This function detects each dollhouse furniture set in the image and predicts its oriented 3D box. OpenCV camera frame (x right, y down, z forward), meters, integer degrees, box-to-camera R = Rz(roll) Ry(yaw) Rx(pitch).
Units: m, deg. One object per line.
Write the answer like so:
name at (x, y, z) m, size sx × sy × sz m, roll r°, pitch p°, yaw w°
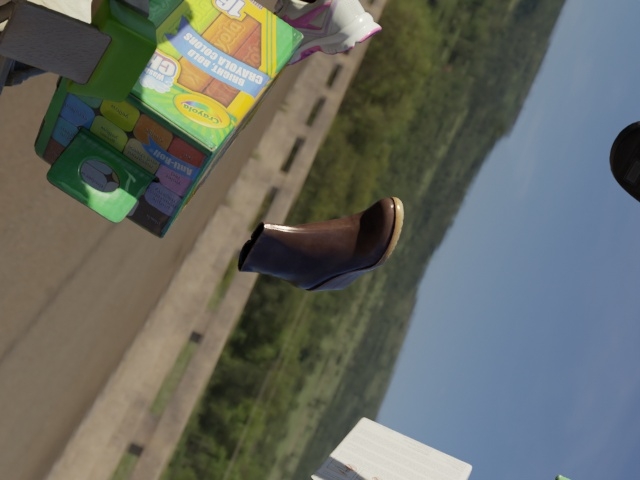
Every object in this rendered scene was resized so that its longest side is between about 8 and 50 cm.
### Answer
dollhouse furniture set at (-0.223, -0.309, 1.044) m, size 0.197 × 0.151 × 0.301 m, roll -50°, pitch -143°, yaw 37°

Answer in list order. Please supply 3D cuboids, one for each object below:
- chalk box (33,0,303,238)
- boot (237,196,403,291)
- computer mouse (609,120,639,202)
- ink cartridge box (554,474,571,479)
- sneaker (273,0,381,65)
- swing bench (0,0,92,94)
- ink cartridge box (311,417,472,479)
chalk box at (-0.180, -0.143, 1.211) m, size 0.179 × 0.180 × 0.289 m, roll -51°, pitch -173°, yaw 48°
boot at (0.000, 0.000, 1.839) m, size 0.248 × 0.207 × 0.090 m, roll -50°, pitch -142°, yaw 41°
computer mouse at (0.426, -0.018, 1.207) m, size 0.060 × 0.262 × 0.184 m, roll -37°, pitch 149°, yaw -49°
ink cartridge box at (0.309, 0.411, 1.313) m, size 0.093 × 0.154 × 0.212 m, roll 95°, pitch 21°, yaw -51°
sneaker at (-0.024, -0.337, 1.694) m, size 0.252 × 0.111 × 0.103 m, roll -6°, pitch -156°, yaw 44°
swing bench at (-0.352, -0.268, 1.468) m, size 0.254 × 0.165 × 0.253 m, roll -36°, pitch 176°, yaw 37°
ink cartridge box at (0.097, 0.339, 1.548) m, size 0.224 × 0.181 × 0.056 m, roll -35°, pitch 145°, yaw -64°
